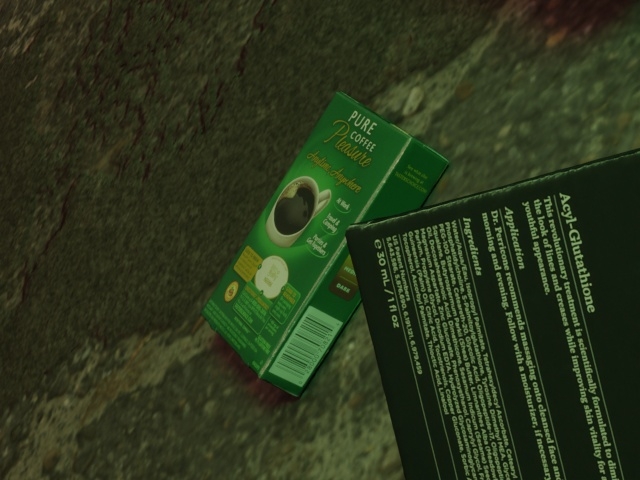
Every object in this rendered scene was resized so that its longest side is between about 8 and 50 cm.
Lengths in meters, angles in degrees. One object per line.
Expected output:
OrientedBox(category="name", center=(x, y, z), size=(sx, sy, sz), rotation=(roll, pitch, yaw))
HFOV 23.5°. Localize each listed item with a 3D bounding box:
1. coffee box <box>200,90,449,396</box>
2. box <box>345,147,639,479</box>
OrientedBox(category="coffee box", center=(0.000, 0.000, 1.016), size=(0.184, 0.040, 0.113), rotation=(-59, 32, 4))
OrientedBox(category="box", center=(0.132, 0.097, 0.553), size=(0.184, 0.103, 0.261), rotation=(-14, 89, 50))
